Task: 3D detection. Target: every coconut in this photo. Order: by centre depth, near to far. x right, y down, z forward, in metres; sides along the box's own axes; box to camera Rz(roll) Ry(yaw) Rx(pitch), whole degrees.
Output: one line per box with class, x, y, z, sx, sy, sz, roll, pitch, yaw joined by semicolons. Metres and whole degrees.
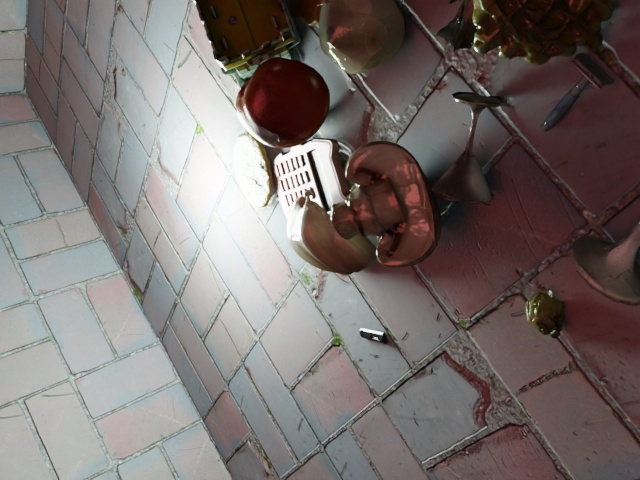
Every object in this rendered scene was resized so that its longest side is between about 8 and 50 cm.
coconut;0.071;-0.406;1.180;0.161;0.162;0.161;25;125;43

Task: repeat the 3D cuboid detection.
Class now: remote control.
remote control;0.130;0.239;1.532;0.091;0.016;0.034;1;112;53

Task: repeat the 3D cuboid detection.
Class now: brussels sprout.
brussels sprout;0.403;0.138;1.102;0.085;0.058;0.085;32;144;27

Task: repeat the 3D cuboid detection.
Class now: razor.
razor;0.392;-0.221;0.965;0.068;0.040;0.135;55;146;20

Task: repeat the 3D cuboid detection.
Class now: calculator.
calculator;-0.027;-0.140;1.536;0.330;0.048;0.220;-10;100;56

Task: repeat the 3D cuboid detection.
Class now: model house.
model house;-0.165;-0.495;1.398;0.215;0.198;0.224;26;-139;-86

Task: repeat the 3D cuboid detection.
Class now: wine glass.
wine glass;0.485;-0.057;0.838;0.143;0.143;0.321;47;136;28
wine glass;0.269;-0.167;1.089;0.122;0.122;0.182;30;124;41

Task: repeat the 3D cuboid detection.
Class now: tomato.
tomato;-0.091;-0.291;1.397;0.233;0.200;0.139;-37;33;55

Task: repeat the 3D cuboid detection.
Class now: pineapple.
pineapple;0.236;-0.443;0.968;0.130;0.119;0.277;11;125;33

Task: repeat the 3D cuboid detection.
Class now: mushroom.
mushroom;0.135;-0.066;1.227;0.195;0.189;0.253;-22;84;18

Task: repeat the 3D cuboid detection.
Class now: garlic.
garlic;0.000;0.000;1.461;0.228;0.110;0.217;49;153;-9

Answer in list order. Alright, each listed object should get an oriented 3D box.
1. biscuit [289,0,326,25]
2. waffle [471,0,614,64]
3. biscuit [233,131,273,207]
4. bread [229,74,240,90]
biscuit;-0.021;-0.569;1.338;0.133;0.027;0.184;31;128;42
waffle;0.324;-0.365;0.878;0.204;0.054;0.223;0;119;11
biscuit;-0.192;-0.197;1.716;0.220;0.033;0.219;32;130;49
bread;-0.183;-0.405;1.585;0.152;0.077;0.105;25;126;48
